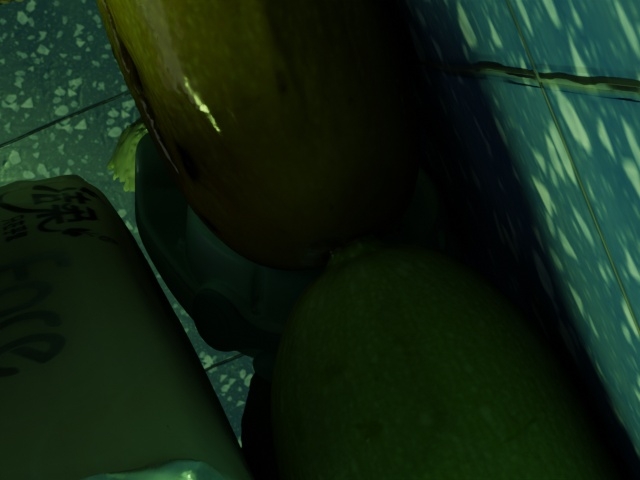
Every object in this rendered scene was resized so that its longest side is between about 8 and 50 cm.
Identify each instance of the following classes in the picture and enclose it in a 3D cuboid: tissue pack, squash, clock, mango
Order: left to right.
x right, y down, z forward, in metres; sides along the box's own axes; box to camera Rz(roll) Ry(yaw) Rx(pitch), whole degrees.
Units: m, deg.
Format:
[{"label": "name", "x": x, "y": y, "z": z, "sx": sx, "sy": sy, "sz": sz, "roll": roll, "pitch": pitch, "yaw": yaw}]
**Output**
[{"label": "tissue pack", "x": -0.112, "y": 0.179, "z": 0.788, "sx": 0.405, "sy": 0.205, "sz": 0.331, "roll": -125, "pitch": 17, "yaw": -69}, {"label": "mango", "x": -0.045, "y": -0.126, "z": 0.760, "sx": 0.177, "sy": 0.120, "sz": 0.295, "roll": 122, "pitch": 125, "yaw": -87}, {"label": "clock", "x": 0.000, "y": 0.001, "z": 0.850, "sx": 0.188, "sy": 0.148, "sz": 0.060, "roll": -125, "pitch": 31, "yaw": -45}, {"label": "squash", "x": 0.058, "y": 0.110, "z": 0.662, "sx": 0.132, "sy": 0.132, "sz": 0.247, "roll": 70, "pitch": 179, "yaw": -64}]

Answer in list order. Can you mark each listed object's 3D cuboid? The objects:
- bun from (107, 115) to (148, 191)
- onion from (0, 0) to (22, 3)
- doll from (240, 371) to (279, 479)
[{"label": "bun", "x": -0.048, "y": -0.031, "z": 1.401, "sx": 0.259, "sy": 0.152, "sz": 0.259, "roll": 49, "pitch": -177, "yaw": -4}, {"label": "onion", "x": -0.134, "y": -0.197, "z": 0.459, "sx": 0.336, "sy": 0.260, "sz": 0.282, "roll": -116, "pitch": 8, "yaw": -74}, {"label": "doll", "x": 0.063, "y": 0.190, "z": 0.983, "sx": 0.246, "sy": 0.158, "sz": 0.340, "roll": -24, "pitch": 90, "yaw": 54}]
